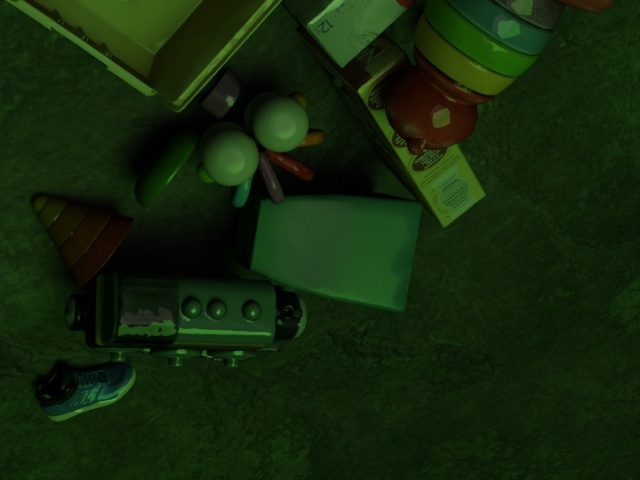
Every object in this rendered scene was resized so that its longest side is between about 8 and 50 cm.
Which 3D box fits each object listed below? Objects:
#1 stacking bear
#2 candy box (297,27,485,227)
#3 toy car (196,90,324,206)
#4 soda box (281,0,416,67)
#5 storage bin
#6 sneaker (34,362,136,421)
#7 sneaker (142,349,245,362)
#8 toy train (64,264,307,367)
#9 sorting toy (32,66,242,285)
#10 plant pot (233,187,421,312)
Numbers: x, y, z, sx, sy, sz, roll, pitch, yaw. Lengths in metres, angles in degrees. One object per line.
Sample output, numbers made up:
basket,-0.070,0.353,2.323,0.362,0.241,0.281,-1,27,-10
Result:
stacking bear,0.187,-0.236,1.424,0.164,0.175,0.289,18,120,-31
candy box,0.105,-0.177,1.650,0.087,0.183,0.316,-38,135,-1
toy car,-0.077,-0.117,1.593,0.182,0.159,0.136,-34,105,-1
soda box,0.090,-0.352,1.432,0.286,0.098,0.091,-42,136,4
storage bin,-0.206,-0.323,1.392,0.260,0.123,0.262,-47,135,11
sneaker,-0.364,0.219,1.792,0.152,0.058,0.084,-22,143,-4
sneaker,-0.229,0.120,1.780,0.272,0.100,0.108,7,96,-30
toy train,-0.185,0.106,1.643,0.334,0.190,0.142,6,80,-26
sorting toy,-0.262,-0.111,1.574,0.126,0.127,0.365,38,101,-14
plant pot,0.000,0.000,1.728,0.234,0.166,0.165,8,94,-18
